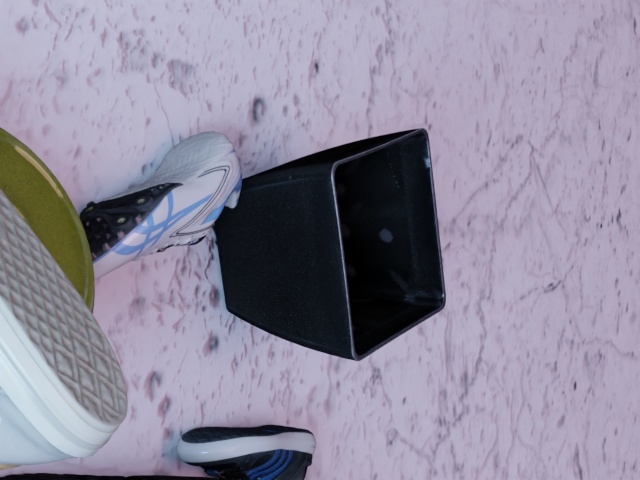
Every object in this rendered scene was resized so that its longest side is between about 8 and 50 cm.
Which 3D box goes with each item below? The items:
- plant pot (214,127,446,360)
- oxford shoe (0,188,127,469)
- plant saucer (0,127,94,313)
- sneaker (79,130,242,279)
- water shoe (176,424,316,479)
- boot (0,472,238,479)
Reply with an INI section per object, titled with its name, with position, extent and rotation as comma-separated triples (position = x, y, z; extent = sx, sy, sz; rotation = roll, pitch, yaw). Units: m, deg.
[plant pot]
position = 0.000, 0.000, 1.473
extent = 0.188, 0.167, 0.187
rotation = -26, 112, -56
[oxford shoe]
position = -0.293, -0.035, 0.958
extent = 0.449, 0.130, 0.169
rotation = 58, 14, -2
[plant saucer]
position = -0.247, 0.002, 1.118
extent = 0.241, 0.037, 0.241
rotation = 38, 39, -38
[sneaker]
position = -0.142, -0.018, 1.325
extent = 0.237, 0.085, 0.086
rotation = -41, 122, -48
[water shoe]
position = -0.066, 0.224, 1.462
extent = 0.203, 0.073, 0.080
rotation = 9, 85, -57
[boot]
position = -0.171, 0.329, 1.242
extent = 0.348, 0.131, 0.260
rotation = 14, 79, -58
